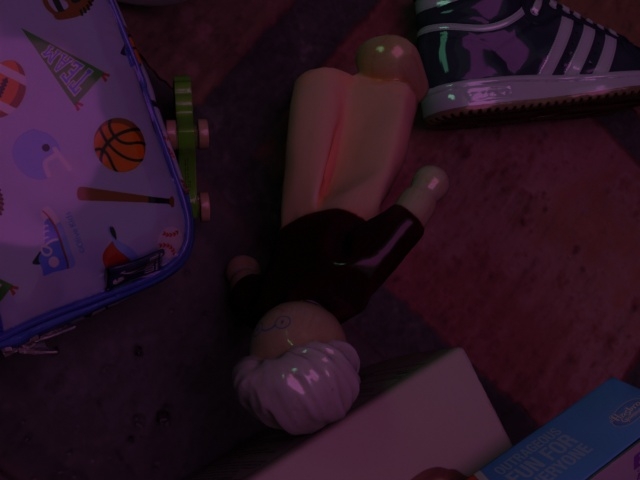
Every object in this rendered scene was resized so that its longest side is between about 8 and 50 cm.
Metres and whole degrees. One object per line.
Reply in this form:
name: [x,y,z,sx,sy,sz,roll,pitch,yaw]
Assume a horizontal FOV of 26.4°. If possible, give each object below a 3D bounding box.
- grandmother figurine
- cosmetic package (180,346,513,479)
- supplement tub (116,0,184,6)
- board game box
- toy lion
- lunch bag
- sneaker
grandmother figurine: [0.000,0.000,1.030,0.104,0.208,0.342,34,43,-23]
cosmetic package: [-0.012,0.206,1.003,0.296,0.153,0.129,-29,93,-28]
supplement tub: [-0.134,-0.301,1.072,0.144,0.144,0.199,17,70,-22]
board game box: [0.172,0.294,1.029,0.242,0.064,0.316,-28,124,-30]
toy lion: [-0.106,-0.075,1.070,0.034,0.096,0.100,-3,118,-8]
lunch bag: [-0.236,-0.064,0.970,0.243,0.115,0.303,-21,92,-30]
sneaker: [0.209,-0.190,1.246,0.282,0.099,0.153,-8,82,-25]
